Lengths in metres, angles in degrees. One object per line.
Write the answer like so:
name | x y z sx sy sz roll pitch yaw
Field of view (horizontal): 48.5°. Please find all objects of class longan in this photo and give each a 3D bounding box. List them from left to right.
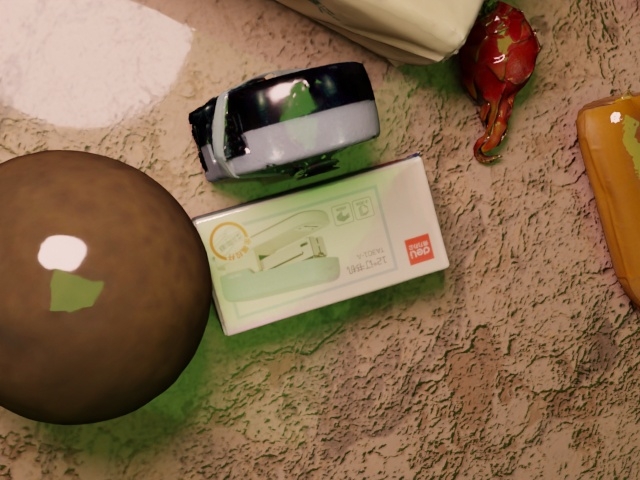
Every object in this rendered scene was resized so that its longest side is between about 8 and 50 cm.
longan | -0.225 0.039 0.664 0.258 0.258 0.258 -1 93 -13

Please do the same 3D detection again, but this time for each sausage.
sausage | 0.401 -0.022 0.867 0.112 0.112 0.328 -22 100 -11

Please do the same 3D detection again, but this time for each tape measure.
tape measure | -0.032 -0.117 0.723 0.182 0.181 0.107 -16 100 -13

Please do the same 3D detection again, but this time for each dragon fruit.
dragon fruit | 0.205 -0.186 0.831 0.094 0.094 0.190 -13 117 -12

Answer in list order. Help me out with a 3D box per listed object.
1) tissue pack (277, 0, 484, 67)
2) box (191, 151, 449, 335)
tissue pack | 0.007 -0.376 0.688 0.380 0.207 0.297 24 95 -15
box | 0.000 0.000 0.787 0.269 0.079 0.135 -16 97 -11
